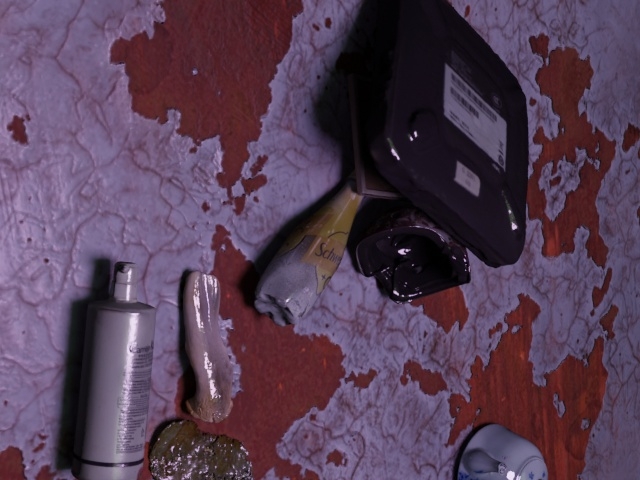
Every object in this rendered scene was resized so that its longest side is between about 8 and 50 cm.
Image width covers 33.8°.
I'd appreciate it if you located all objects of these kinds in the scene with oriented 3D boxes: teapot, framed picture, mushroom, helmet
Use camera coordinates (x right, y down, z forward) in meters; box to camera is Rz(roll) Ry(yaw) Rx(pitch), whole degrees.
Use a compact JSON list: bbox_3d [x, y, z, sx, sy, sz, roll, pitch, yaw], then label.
[{"bbox_3d":[0.329,0.404,1.796,0.232,0.159,0.159,30,76,-41],"label":"teapot"},{"bbox_3d":[0.139,-0.146,1.593,0.250,0.016,0.184,3,78,-43],"label":"framed picture"},{"bbox_3d":[-0.152,0.138,1.382,0.059,0.054,0.202,-13,100,-47],"label":"mushroom"},{"bbox_3d":[0.140,0.003,1.570,0.177,0.153,0.107,47,40,-34],"label":"helmet"}]

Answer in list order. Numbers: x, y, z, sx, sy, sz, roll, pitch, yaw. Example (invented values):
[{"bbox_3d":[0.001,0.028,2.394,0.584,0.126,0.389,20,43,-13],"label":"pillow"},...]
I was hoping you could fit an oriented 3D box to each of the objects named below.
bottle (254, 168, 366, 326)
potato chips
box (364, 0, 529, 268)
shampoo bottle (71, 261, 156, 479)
[{"bbox_3d":[0.000,0.000,1.476,0.269,0.083,0.083,-57,129,-31],"label":"bottle"},{"bbox_3d":[-0.150,0.313,1.423,0.142,0.026,0.209,-37,120,-36],"label":"potato chips"},{"bbox_3d":[0.195,-0.169,1.539,0.359,0.091,0.350,36,47,-38],"label":"box"},{"bbox_3d":[-0.246,0.156,1.269,0.085,0.085,0.262,4,93,-43],"label":"shampoo bottle"}]
